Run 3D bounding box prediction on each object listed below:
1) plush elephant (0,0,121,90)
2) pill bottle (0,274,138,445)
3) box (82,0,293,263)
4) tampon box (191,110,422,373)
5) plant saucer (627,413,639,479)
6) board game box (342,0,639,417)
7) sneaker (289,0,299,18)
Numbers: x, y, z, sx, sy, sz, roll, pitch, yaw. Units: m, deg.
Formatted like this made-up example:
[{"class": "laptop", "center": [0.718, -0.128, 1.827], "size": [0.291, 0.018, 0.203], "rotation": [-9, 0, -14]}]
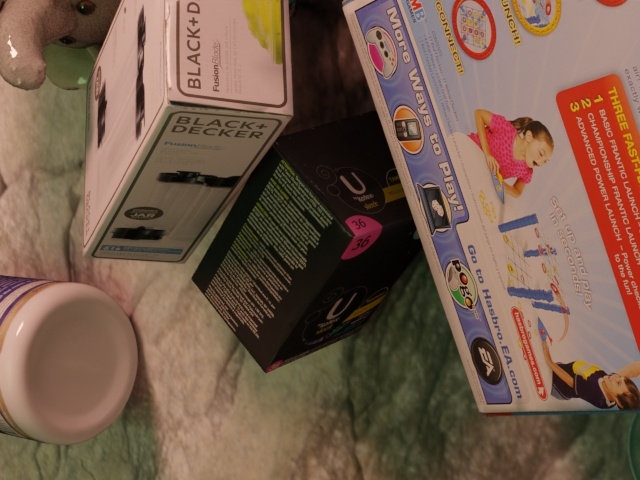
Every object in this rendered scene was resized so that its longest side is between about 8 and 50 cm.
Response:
[{"class": "plush elephant", "center": [-0.268, -0.222, 1.182], "size": [0.255, 0.330, 0.272], "rotation": [31, 137, 4]}, {"class": "pill bottle", "center": [-0.317, 0.109, 1.404], "size": [0.265, 0.153, 0.153], "rotation": [4, 108, 43]}, {"class": "box", "center": [-0.107, -0.107, 1.069], "size": [0.290, 0.087, 0.169], "rotation": [131, 140, -60]}, {"class": "tampon box", "center": [0.000, 0.000, 1.085], "size": [0.101, 0.120, 0.161], "rotation": [50, 133, 19]}, {"class": "plant saucer", "center": [0.263, 0.148, 0.961], "size": [0.119, 0.021, 0.119], "rotation": [17, 117, 38]}, {"class": "board game box", "center": [0.165, -0.050, 0.880], "size": [0.302, 0.086, 0.308], "rotation": [-13, 96, 61]}, {"class": "sneaker", "center": [-0.028, -0.207, 1.091], "size": [0.166, 0.065, 0.076], "rotation": [-4, 118, 47]}]
